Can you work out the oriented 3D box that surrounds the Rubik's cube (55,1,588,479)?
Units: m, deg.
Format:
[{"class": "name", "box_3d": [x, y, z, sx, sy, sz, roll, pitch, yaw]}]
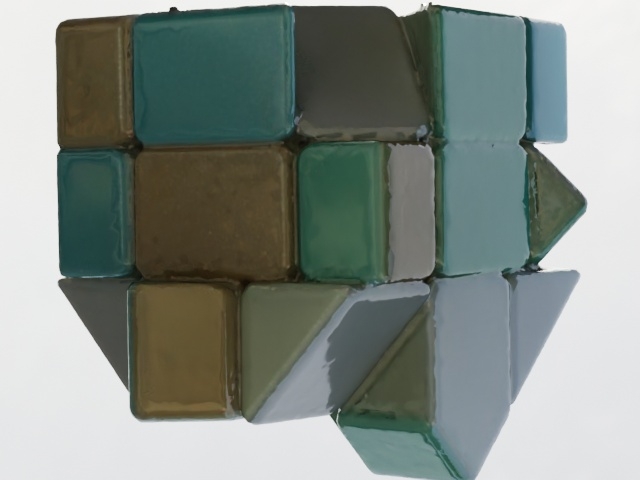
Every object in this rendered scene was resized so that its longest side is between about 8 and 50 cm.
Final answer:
[{"class": "Rubik's cube", "box_3d": [0.000, 0.000, 0.891, 0.224, 0.265, 0.213, 0, -88, 34]}]
